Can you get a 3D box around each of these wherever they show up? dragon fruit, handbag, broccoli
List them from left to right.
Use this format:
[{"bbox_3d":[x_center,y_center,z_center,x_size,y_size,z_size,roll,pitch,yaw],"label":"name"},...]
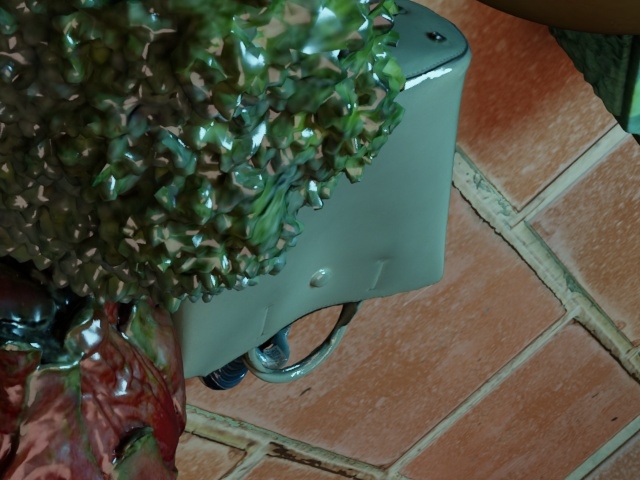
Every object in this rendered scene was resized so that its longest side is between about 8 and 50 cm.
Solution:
[{"bbox_3d":[-0.191,0.087,0.685,0.244,0.244,0.299,-25,166,-23],"label":"dragon fruit"},{"bbox_3d":[-0.094,-0.116,0.518,0.235,0.260,0.288,-4,136,-26],"label":"broccoli"},{"bbox_3d":[0.000,0.000,0.862,0.241,0.109,0.315,-19,132,-26],"label":"handbag"}]

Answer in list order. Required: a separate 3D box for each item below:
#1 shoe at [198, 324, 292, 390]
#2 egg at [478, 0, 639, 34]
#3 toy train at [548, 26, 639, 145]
[{"bbox_3d":[-0.052,0.076,1.017,0.064,0.071,0.143,-5,138,-46],"label":"shoe"},{"bbox_3d":[0.154,-0.246,0.549,0.374,0.301,0.301,-26,151,-45],"label":"egg"},{"bbox_3d":[0.290,-0.216,0.916,0.238,0.167,0.299,-23,148,-9],"label":"toy train"}]
